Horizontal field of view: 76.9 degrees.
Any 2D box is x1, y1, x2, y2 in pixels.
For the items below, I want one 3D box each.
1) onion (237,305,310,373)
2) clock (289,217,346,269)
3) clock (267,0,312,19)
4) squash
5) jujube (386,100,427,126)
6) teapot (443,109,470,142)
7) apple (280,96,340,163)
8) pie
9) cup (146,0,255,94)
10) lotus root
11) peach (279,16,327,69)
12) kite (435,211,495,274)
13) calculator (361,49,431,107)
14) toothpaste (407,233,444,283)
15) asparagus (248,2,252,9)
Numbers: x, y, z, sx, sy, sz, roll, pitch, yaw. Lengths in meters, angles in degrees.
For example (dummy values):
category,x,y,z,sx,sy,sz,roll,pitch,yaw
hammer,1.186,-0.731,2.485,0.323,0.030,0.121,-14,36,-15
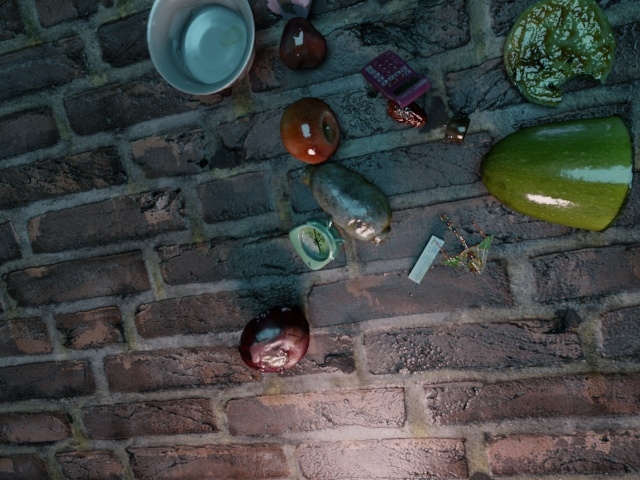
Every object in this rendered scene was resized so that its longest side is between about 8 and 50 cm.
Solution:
category,x,y,z,sx,sy,sz,roll,pitch,yaw
onion,-0.159,0.323,1.363,0.252,0.219,0.252,-15,131,-18
clock,0.000,0.000,1.294,0.211,0.066,0.159,-27,98,48
clock,-0.070,-0.818,1.190,0.189,0.189,0.253,21,89,8
squash,0.596,-0.180,1.079,0.309,0.310,0.310,3,99,13
jujube,0.263,-0.390,1.226,0.129,0.077,0.077,30,103,2
teapot,0.406,-0.342,1.207,0.068,0.076,0.121,21,75,17
apple,-0.036,-0.332,1.232,0.162,0.201,0.201,-3,99,37
pie,0.665,-0.532,1.126,0.303,0.067,0.302,2,101,12
cup,-0.343,-0.623,1.267,0.348,0.163,0.346,2,99,12
lotus root,0.084,-0.131,1.254,0.350,0.175,0.175,40,104,3
peach,-0.054,-0.599,1.221,0.152,0.152,0.152,2,99,11
kite,0.452,0.008,1.262,0.198,0.006,0.244,-33,101,5
calculator,0.223,-0.484,1.205,0.127,0.034,0.190,-38,70,-8
toothpaste,0.340,0.061,1.299,0.046,0.034,0.164,29,103,6
asparagus,-0.286,-0.785,1.298,0.165,0.030,0.036,34,93,5
